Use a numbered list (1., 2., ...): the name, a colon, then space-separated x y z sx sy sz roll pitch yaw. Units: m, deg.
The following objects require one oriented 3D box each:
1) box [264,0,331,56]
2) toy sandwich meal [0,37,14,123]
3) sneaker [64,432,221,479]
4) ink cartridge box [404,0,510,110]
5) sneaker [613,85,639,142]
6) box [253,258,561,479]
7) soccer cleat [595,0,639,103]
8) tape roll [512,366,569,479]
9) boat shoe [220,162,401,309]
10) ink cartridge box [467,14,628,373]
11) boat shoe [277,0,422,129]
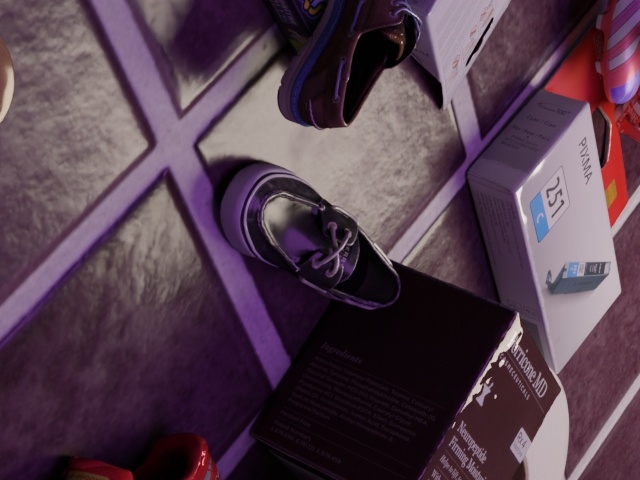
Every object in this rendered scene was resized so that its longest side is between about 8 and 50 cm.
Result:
1. box: -0.003 -0.224 1.092 0.114 0.036 0.207 -55 144 -18
2. toy sandwich meal: -0.222 -0.092 0.876 0.085 0.029 0.085 -27 125 -48
3. sneaker: -0.180 0.221 1.068 0.279 0.107 0.118 -25 109 -49
4. ink cartridge box: 0.120 -0.218 1.279 0.145 0.045 0.179 -59 163 -14
5. sneaker: 0.377 -0.154 1.491 0.270 0.090 0.145 -79 -165 -75
6. box: 0.082 0.155 1.299 0.203 0.167 0.168 -57 144 -16
7. soccer cleat: 0.340 -0.258 1.461 0.083 0.095 0.248 9 92 -71
8. tape roll: 0.134 0.296 1.536 0.392 0.072 0.392 -31 131 -43
9. boat shoe: 0.000 0.000 1.188 0.219 0.070 0.078 33 81 -54
10. ink cartridge box: 0.275 -0.046 1.546 0.261 0.066 0.296 -49 141 -25
11. boat shoe: 0.041 -0.160 1.093 0.183 0.066 0.066 -62 146 -7
